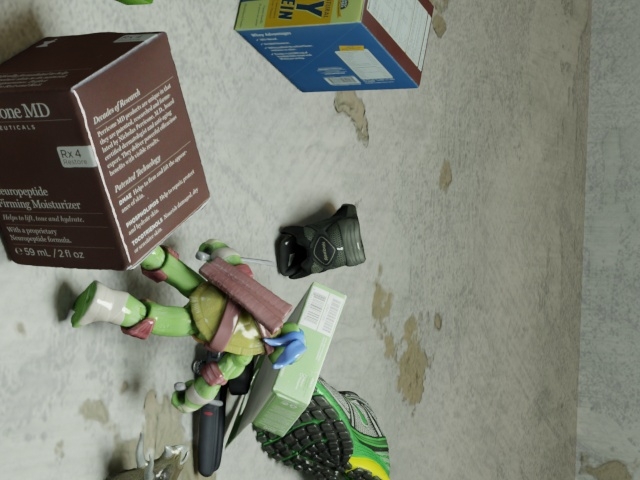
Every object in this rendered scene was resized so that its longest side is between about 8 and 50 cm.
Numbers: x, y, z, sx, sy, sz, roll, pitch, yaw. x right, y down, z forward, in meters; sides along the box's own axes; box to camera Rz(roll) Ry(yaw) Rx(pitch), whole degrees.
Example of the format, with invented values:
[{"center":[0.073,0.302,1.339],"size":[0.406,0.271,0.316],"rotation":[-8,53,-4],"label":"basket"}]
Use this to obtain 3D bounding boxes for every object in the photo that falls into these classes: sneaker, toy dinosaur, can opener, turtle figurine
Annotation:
[{"center":[0.004,0.277,1.822],"size":[0.343,0.134,0.146],"rotation":[56,24,-44],"label":"sneaker"},{"center":[-0.219,0.393,1.447],"size":[0.160,0.121,0.314],"rotation":[26,74,-46],"label":"toy dinosaur"},{"center":[0.000,0.000,1.827],"size":[0.227,0.130,0.087],"rotation":[-81,162,-80],"label":"sneaker"},{"center":[-0.139,0.223,1.606],"size":[0.059,0.073,0.186],"rotation":[4,97,-69],"label":"can opener"},{"center":[-0.166,0.093,1.462],"size":[0.266,0.274,0.198],"rotation":[27,95,-22],"label":"turtle figurine"}]

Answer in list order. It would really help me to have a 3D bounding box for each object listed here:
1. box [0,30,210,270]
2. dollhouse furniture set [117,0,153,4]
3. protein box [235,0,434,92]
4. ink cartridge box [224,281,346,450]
[{"center":[-0.246,-0.097,1.280],"size":[0.167,0.168,0.203],"rotation":[-47,131,-49],"label":"box"},{"center":[-0.118,-0.350,1.465],"size":[0.301,0.197,0.151],"rotation":[11,81,-60],"label":"dollhouse furniture set"},{"center":[0.024,-0.315,1.716],"size":[0.201,0.199,0.136],"rotation":[36,60,-56],"label":"protein box"},{"center":[-0.049,0.180,1.611],"size":[0.235,0.056,0.171],"rotation":[122,-10,-55],"label":"ink cartridge box"}]
